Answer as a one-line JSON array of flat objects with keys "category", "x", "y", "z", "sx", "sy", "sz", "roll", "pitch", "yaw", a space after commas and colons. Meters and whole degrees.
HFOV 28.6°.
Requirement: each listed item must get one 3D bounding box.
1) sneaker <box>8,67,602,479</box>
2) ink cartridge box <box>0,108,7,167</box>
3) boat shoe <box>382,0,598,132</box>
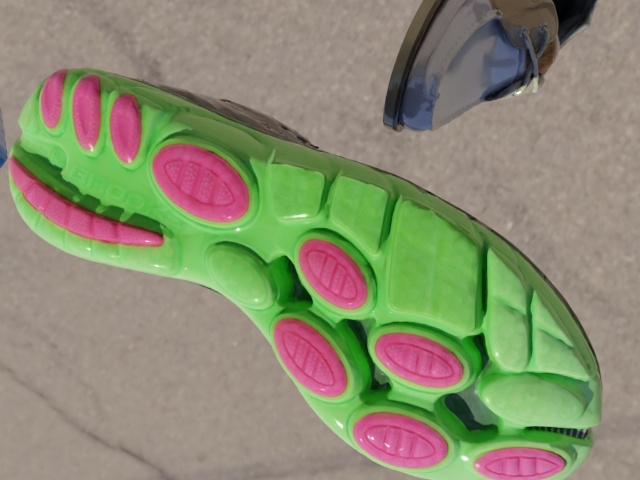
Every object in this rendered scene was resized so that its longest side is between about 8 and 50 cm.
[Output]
[{"category": "sneaker", "x": 0.000, "y": 0.000, "z": 0.912, "sx": 0.482, "sy": 0.202, "sz": 0.185, "roll": 32, "pitch": 111, "yaw": 20}, {"category": "ink cartridge box", "x": -0.255, "y": -0.057, "z": 0.510, "sx": 0.148, "sy": 0.086, "sz": 0.203, "roll": -43, "pitch": 120, "yaw": 9}, {"category": "boat shoe", "x": 0.155, "y": -0.179, "z": 1.078, "sx": 0.103, "sy": 0.302, "sz": 0.113, "roll": 25, "pitch": 136, "yaw": 16}]
